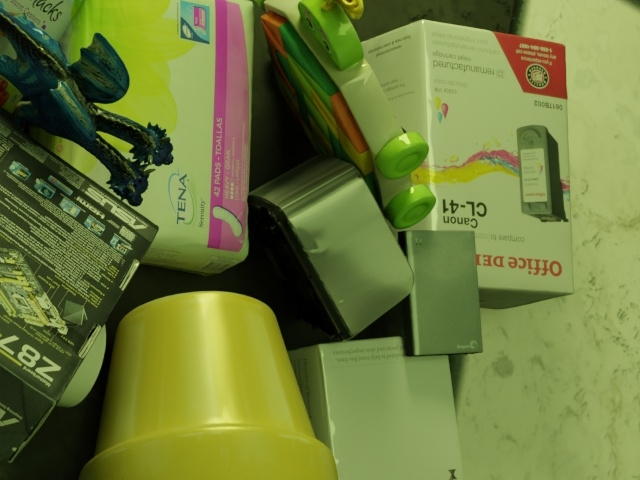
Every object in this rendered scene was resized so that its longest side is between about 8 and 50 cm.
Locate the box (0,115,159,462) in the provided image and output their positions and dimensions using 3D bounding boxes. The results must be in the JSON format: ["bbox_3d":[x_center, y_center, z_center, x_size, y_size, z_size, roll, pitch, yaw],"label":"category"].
[{"bbox_3d":[-0.357,-0.027,1.603,0.395,0.097,0.318,36,27,-8],"label":"box"}]

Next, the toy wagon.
[{"bbox_3d":[0.016,-0.165,1.915,0.068,0.344,0.267,-32,66,-7],"label":"toy wagon"}]

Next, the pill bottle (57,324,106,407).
[{"bbox_3d":[-0.331,0.081,1.722,0.246,0.136,0.136,18,70,-33],"label":"pill bottle"}]

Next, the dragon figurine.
[{"bbox_3d":[-0.233,-0.144,1.696,0.085,0.144,0.289,-58,148,-23],"label":"dragon figurine"}]

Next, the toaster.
[{"bbox_3d":[0.000,0.000,1.953,0.110,0.168,0.185,-32,104,-12],"label":"toaster"}]

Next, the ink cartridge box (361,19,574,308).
[{"bbox_3d":[0.170,-0.084,2.130,0.226,0.131,0.306,4,78,-35],"label":"ink cartridge box"}]

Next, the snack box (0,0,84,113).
[{"bbox_3d":[-0.311,-0.235,1.728,0.174,0.070,0.207,-57,160,-4],"label":"snack box"}]

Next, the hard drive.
[{"bbox_3d":[0.129,0.057,1.985,0.094,0.022,0.135,0,84,-34],"label":"hard drive"}]

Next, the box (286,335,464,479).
[{"bbox_3d":[0.045,0.200,1.989,0.181,0.119,0.181,-1,82,-37],"label":"box"}]

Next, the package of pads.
[{"bbox_3d":[-0.186,-0.123,1.893,0.229,0.101,0.296,9,75,-35],"label":"package of pads"}]

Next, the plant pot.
[{"bbox_3d":[-0.114,0.189,1.809,0.254,0.254,0.239,12,59,-34],"label":"plant pot"}]
